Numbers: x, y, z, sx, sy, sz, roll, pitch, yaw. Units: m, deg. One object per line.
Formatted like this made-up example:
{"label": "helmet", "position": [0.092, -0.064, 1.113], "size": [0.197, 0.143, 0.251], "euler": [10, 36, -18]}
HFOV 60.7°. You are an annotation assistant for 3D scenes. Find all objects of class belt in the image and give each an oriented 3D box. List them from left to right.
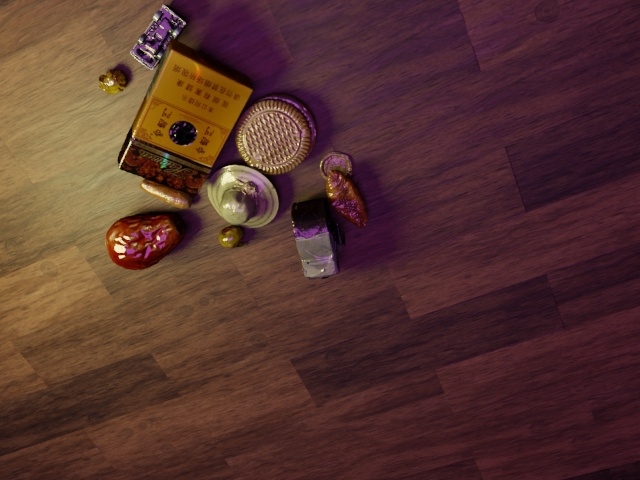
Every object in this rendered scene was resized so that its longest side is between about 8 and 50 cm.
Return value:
{"label": "belt", "position": [0.000, 0.000, 1.812], "size": [0.164, 0.184, 0.288], "euler": [-9, 120, 3]}

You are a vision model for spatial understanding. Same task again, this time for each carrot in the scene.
{"label": "carrot", "position": [-0.520, -0.158, 1.838], "size": [0.186, 0.060, 0.060], "euler": [22, 115, -6]}

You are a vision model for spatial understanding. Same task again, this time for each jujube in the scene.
{"label": "jujube", "position": [-0.594, -0.005, 1.855], "size": [0.256, 0.190, 0.189], "euler": [-21, 112, 6]}

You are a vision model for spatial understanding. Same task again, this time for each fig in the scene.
{"label": "fig", "position": [-0.305, -0.003, 1.891], "size": [0.084, 0.082, 0.098], "euler": [-38, 130, -17]}

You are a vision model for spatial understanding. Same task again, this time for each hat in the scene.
{"label": "hat", "position": [-0.271, -0.115, 1.787], "size": [0.252, 0.109, 0.251], "euler": [6, 126, 9]}

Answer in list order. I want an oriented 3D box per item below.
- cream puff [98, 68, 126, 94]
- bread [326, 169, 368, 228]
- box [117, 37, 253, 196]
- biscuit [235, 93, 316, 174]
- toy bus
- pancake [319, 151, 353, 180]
{"label": "cream puff", "position": [-0.643, -0.488, 1.689], "size": [0.084, 0.058, 0.083], "euler": [10, 117, -3]}
{"label": "bread", "position": [0.082, -0.138, 1.794], "size": [0.105, 0.076, 0.233], "euler": [-30, 115, 7]}
{"label": "box", "position": [-0.415, -0.356, 1.660], "size": [0.265, 0.115, 0.415], "euler": [21, 118, -30]}
{"label": "biscuit", "position": [-0.140, -0.331, 1.718], "size": [0.260, 0.079, 0.258], "euler": [1, 116, 3]}
{"label": "toy bus", "position": [-0.470, -0.596, 1.603], "size": [0.088, 0.101, 0.175], "euler": [37, 108, -20]}
{"label": "pancake", "position": [0.052, -0.238, 1.787], "size": [0.115, 0.011, 0.114], "euler": [1, 115, 1]}
